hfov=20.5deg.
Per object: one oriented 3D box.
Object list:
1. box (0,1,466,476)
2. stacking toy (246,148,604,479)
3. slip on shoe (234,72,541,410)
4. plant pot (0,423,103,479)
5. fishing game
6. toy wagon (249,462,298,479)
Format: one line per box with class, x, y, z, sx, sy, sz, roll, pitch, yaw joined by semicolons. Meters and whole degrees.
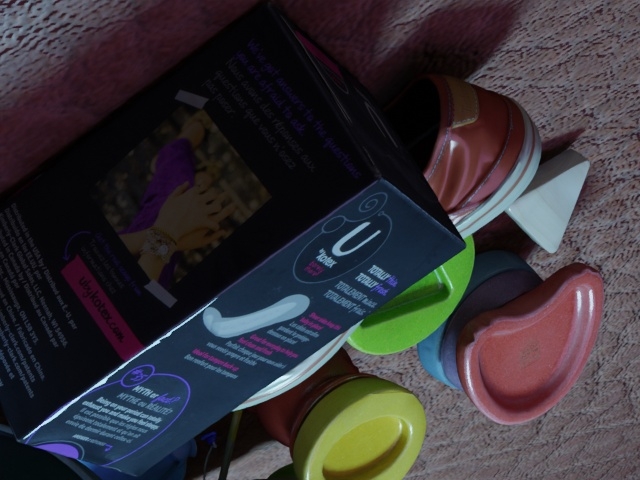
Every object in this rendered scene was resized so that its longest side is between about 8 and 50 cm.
box;-0.074;0.007;1.098;0.270;0.143;0.165;-35;155;10
stacking toy;0.081;0.048;1.472;0.309;0.130;0.280;-20;128;-28
slip on shoe;0.000;0.000;1.232;0.331;0.123;0.101;-39;132;20
plant pot;-0.243;0.277;1.303;0.293;0.293;0.196;-32;170;5
fishing game;-0.193;0.196;1.471;0.264;0.041;0.189;-16;145;-18
toy wagon;-0.055;0.262;1.551;0.267;0.068;0.344;-6;-166;33
